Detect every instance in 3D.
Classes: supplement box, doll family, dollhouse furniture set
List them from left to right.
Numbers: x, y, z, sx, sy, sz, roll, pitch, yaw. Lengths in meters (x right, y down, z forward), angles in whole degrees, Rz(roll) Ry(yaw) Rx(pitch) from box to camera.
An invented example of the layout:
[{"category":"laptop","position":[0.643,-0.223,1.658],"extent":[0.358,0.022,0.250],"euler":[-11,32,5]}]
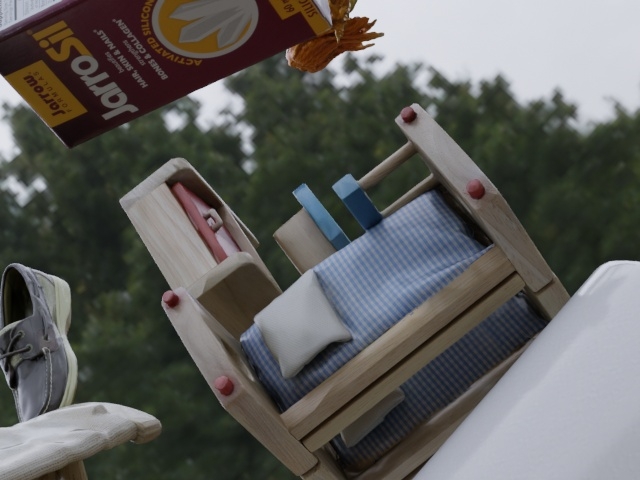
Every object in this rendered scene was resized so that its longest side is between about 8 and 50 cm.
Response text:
[{"category":"supplement box","position":[-0.102,-0.147,0.916],"extent":[0.188,0.081,0.104],"euler":[-23,-42,15]},{"category":"dollhouse furniture set","position":[0.000,0.000,0.647],"extent":[0.129,0.183,0.129],"euler":[-38,-43,1]},{"category":"doll family","position":[0.015,-0.223,1.183],"extent":[0.263,0.118,0.163],"euler":[122,172,-65]}]

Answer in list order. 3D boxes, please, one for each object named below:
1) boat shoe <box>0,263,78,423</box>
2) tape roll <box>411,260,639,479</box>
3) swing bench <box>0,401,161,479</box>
[{"category":"boat shoe","position":[-0.295,0.110,1.525],"extent":[0.073,0.223,0.080],"euler":[31,-61,-31]},{"category":"tape roll","position":[0.134,0.149,0.510],"extent":[0.169,0.246,0.246],"euler":[-48,-28,-8]},{"category":"swing bench","position":[-0.235,0.241,0.932],"extent":[0.253,0.165,0.254],"euler":[-12,-76,-57]}]
